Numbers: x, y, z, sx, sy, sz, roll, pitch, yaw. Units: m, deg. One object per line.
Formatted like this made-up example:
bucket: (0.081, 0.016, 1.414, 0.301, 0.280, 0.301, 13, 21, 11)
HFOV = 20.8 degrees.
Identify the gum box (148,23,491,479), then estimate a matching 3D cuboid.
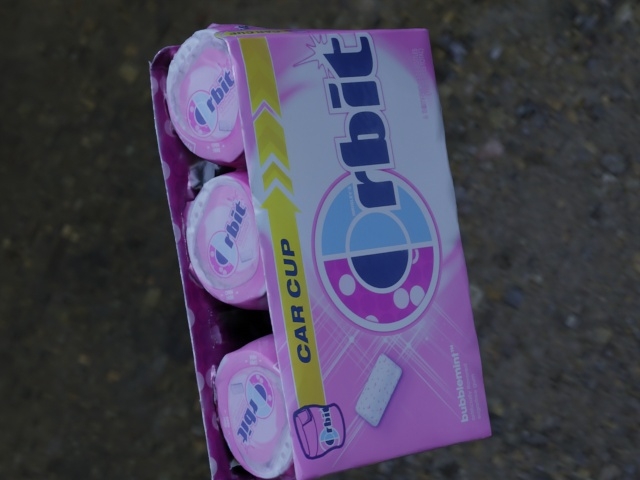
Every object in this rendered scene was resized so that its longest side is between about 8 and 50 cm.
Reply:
gum box: (0.000, 0.000, 0.731, 0.062, 0.107, 0.188, -11, 87, 51)
